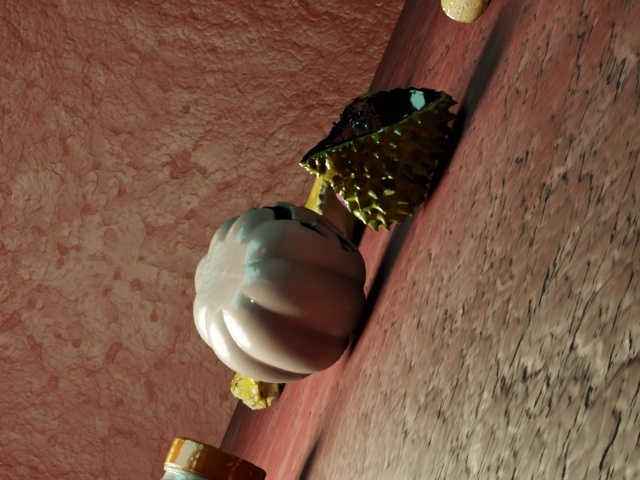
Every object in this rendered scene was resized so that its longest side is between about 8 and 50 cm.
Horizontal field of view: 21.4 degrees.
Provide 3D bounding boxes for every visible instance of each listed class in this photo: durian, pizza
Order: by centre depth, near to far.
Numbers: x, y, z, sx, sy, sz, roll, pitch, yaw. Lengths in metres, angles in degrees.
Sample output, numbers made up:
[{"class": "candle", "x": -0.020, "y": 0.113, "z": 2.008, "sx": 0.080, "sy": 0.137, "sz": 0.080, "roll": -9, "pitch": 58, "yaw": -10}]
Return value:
[{"class": "durian", "x": 0.074, "y": -0.070, "z": 1.531, "sx": 0.187, "sy": 0.119, "sz": 0.108, "roll": -50, "pitch": -52, "yaw": -60}, {"class": "pizza", "x": -0.002, "y": -0.001, "z": 2.311, "sx": 0.435, "sy": 0.080, "sz": 0.392, "roll": 120, "pitch": 172, "yaw": -59}]

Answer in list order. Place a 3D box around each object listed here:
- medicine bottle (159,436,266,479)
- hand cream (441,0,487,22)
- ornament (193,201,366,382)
[{"class": "medicine bottle", "x": -0.148, "y": 0.338, "z": 1.623, "sx": 0.157, "sy": 0.157, "sz": 0.289, "roll": 125, "pitch": 168, "yaw": -76}, {"class": "hand cream", "x": 0.156, "y": -0.281, "z": 1.643, "sx": 0.203, "sy": 0.084, "sz": 0.084, "roll": 104, "pitch": -174, "yaw": -59}, {"class": "ornament", "x": -0.034, "y": 0.054, "z": 1.681, "sx": 0.177, "sy": 0.177, "sz": 0.177, "roll": -158, "pitch": 90, "yaw": -87}]
